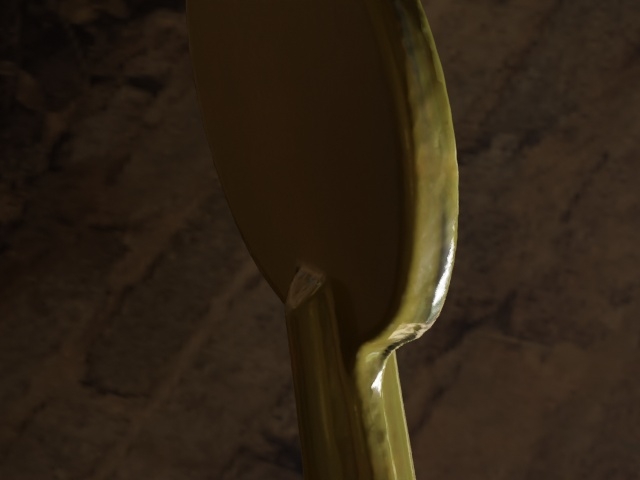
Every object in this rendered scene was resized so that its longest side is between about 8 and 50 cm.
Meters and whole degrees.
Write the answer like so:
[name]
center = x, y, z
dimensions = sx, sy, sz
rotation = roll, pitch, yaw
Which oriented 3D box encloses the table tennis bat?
[table tennis bat]
center = 0.000, 0.000, 0.711
dimensions = 0.050, 0.198, 0.321
rotation = -17, 109, -25
